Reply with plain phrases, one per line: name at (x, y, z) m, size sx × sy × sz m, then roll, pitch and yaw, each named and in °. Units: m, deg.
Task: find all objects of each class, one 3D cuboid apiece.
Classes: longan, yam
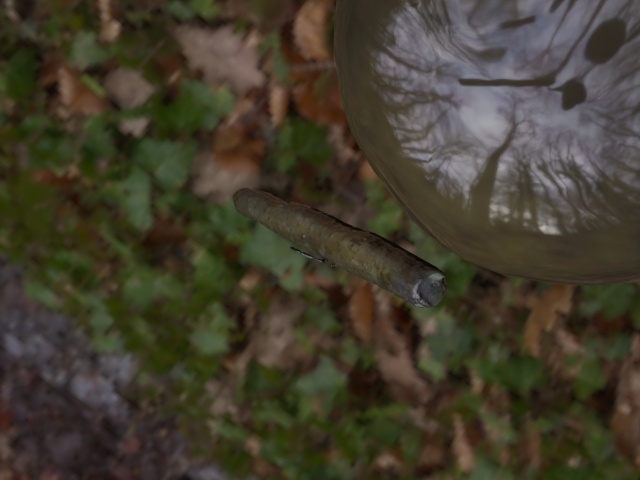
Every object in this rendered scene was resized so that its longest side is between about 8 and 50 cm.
longan at (0.199, -0.159, 1.346) m, size 0.404 × 0.336 × 0.405 m, roll -2°, pitch 110°, yaw -5°
yam at (0.001, -0.001, 1.036) m, size 0.027 × 0.029 × 0.234 m, roll 35°, pitch 175°, yaw -29°
